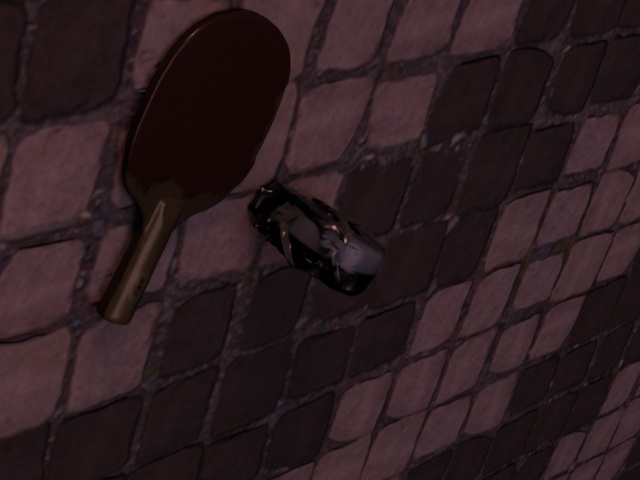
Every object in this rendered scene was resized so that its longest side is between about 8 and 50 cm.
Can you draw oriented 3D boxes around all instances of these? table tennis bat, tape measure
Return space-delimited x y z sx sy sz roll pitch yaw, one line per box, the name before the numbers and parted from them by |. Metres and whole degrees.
table tennis bat | -0.092 -0.048 0.929 0.131 0.022 0.234 9 112 -55
tape measure | 0.002 0.001 1.022 0.054 0.094 0.091 -56 147 7
